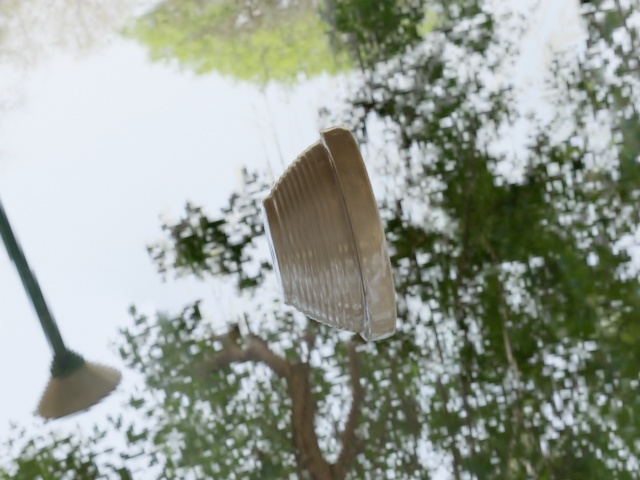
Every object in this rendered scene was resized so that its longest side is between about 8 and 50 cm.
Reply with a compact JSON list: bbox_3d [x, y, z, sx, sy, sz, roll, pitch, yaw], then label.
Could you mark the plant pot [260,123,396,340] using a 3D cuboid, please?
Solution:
[{"bbox_3d":[0.000,0.000,1.252,0.110,0.237,0.237,-12,-159,-5],"label":"plant pot"}]
